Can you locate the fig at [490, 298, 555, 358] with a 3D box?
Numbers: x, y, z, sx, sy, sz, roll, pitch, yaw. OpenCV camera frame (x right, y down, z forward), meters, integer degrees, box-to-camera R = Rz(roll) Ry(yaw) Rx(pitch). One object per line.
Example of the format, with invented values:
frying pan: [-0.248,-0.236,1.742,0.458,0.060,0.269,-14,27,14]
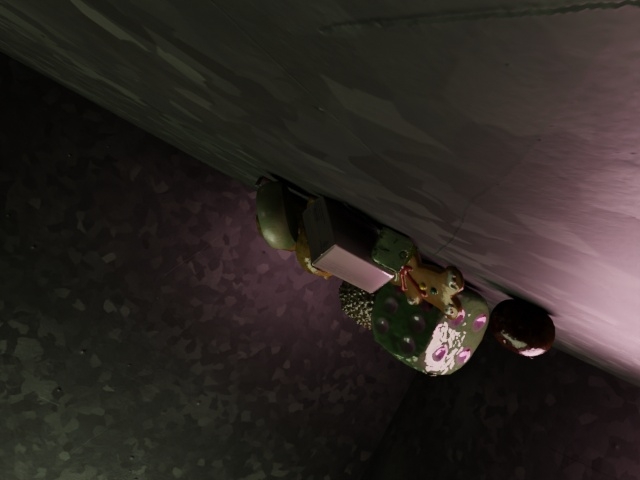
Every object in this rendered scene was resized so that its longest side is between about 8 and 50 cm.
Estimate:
fig: [0.595,0.276,1.219,0.170,0.146,0.274,29,165,43]

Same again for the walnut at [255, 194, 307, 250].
walnut: [-0.134,-0.073,1.744,0.257,0.225,0.257,30,-178,-1]

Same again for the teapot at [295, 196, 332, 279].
teapot: [0.000,0.000,1.399,0.167,0.203,0.312,27,136,56]

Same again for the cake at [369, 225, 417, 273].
cake: [0.228,0.005,1.203,0.100,0.099,0.235,27,-159,17]

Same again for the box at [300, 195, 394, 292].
box: [0.075,0.015,1.218,0.251,0.106,0.203,30,-149,-35]

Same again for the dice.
dice: [0.398,0.286,1.573,0.330,0.323,0.318,14,-168,-36]

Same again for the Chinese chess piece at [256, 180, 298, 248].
Chinese chess piece: [-0.141,-0.082,1.407,0.092,0.238,0.238,-13,173,7]

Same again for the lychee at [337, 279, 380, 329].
lychee: [0.281,0.241,1.928,0.380,0.381,0.432,28,140,-36]

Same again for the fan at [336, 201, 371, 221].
fan: [0.086,-0.084,1.156,0.113,0.005,0.175,29,-179,19]

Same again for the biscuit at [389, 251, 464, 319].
biscuit: [0.307,0.132,1.351,0.339,0.047,0.216,27,135,45]

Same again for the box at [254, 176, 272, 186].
box: [-0.228,-0.228,1.700,0.055,0.040,0.218,30,179,-14]
